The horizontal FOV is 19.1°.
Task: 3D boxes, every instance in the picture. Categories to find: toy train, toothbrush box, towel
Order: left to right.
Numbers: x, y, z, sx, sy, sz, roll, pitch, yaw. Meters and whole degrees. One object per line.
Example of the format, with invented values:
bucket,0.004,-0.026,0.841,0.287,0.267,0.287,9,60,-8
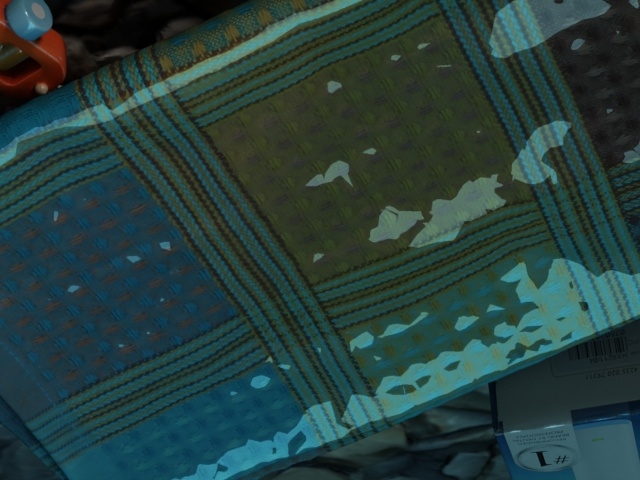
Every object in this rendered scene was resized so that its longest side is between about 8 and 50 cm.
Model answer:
toy train,-0.158,-0.058,0.850,0.166,0.046,0.125,-31,138,31
towel,0.000,0.000,0.866,0.370,0.040,0.271,-24,133,11
toothbrush box,0.218,0.100,1.071,0.216,0.126,0.295,-9,149,9
